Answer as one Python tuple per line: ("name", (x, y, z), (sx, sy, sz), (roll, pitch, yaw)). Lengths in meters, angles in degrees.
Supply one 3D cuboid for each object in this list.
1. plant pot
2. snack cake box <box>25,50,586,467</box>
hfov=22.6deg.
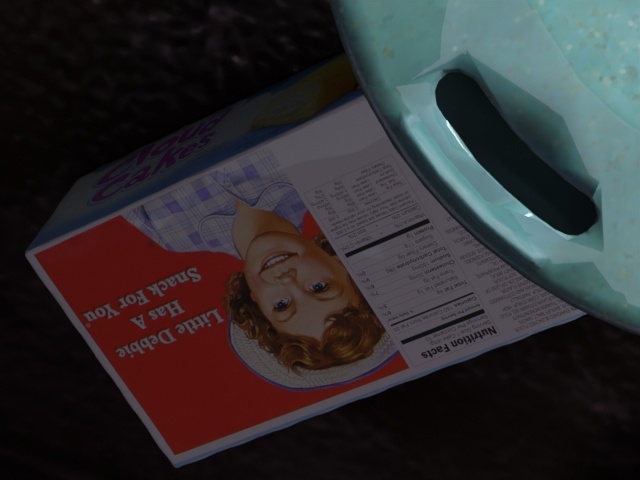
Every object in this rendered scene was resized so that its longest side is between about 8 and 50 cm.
("plant pot", (0.163, -0.132, 0.535), (0.341, 0.334, 0.341), (6, 110, 16))
("snack cake box", (0.000, 0.000, 0.831), (0.264, 0.089, 0.152), (-23, 113, 25))
